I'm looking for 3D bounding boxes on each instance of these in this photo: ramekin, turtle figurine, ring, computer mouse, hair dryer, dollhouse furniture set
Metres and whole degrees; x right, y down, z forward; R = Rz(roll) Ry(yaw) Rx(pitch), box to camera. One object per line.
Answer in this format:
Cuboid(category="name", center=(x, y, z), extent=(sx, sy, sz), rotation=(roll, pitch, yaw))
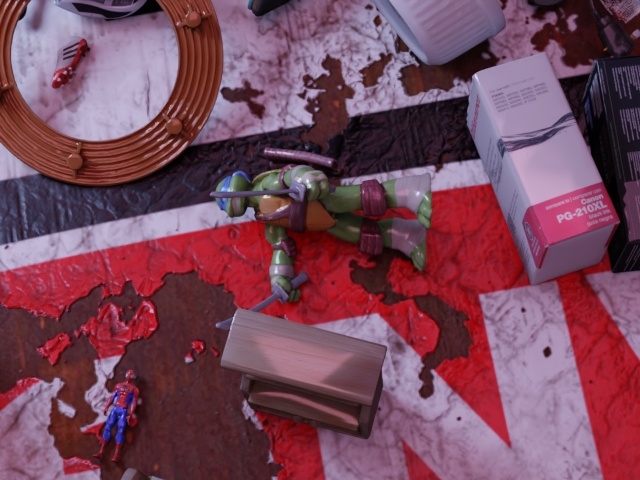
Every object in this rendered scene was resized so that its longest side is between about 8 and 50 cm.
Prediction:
Cuboid(category="ramekin", center=(0.132, -0.322, 1.776), extent=(0.109, 0.207, 0.207), rotation=(-37, 74, 1))
Cuboid(category="turtle figurine", center=(0.000, 0.000, 1.688), extent=(0.266, 0.274, 0.197), rotation=(2, 107, -1))
Cuboid(category="ring", center=(-0.293, -0.237, 1.790), extent=(0.337, 0.032, 0.336), rotation=(0, 96, 1))
Cuboid(category="computer mouse", center=(-0.325, -0.332, 1.883), extent=(0.193, 0.042, 0.106), rotation=(9, 59, 8))
Cuboid(category="hair dryer", center=(0.362, -0.380, 1.859), extent=(0.223, 0.080, 0.293), rotation=(-40, 80, -25))
Cuboid(category="dollhouse furniture set", center=(-0.053, 0.310, 1.559), extent=(0.362, 0.256, 0.394), rotation=(14, 74, 8))

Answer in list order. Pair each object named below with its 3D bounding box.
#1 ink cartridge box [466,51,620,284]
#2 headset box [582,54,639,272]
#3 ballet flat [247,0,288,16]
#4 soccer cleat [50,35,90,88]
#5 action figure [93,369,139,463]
Cuboid(category="ink cartridge box", center=(0.268, -0.087, 1.707), extent=(0.100, 0.172, 0.237), rotation=(-19, 73, -3))
Cuboid(category="headset box", center=(0.490, -0.106, 1.722), extent=(0.283, 0.131, 0.246), rotation=(-7, 72, 1))
Cuboid(category="ballet flat", center=(-0.004, -0.413, 1.868), extent=(0.096, 0.095, 0.280), rotation=(23, 75, -3))
Cuboid(category="soccer cleat", center=(-0.343, -0.240, 1.865), extent=(0.036, 0.029, 0.083), rotation=(23, 72, 19))
Cuboid(category="action figure", center=(-0.250, 0.216, 1.719), extent=(0.038, 0.030, 0.115), rotation=(11, 72, 12))
